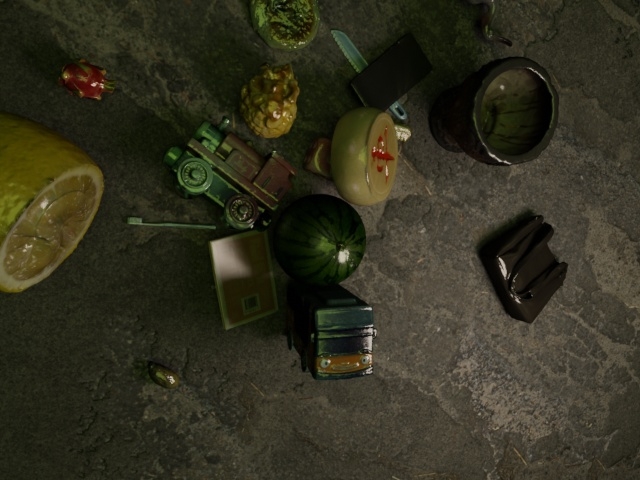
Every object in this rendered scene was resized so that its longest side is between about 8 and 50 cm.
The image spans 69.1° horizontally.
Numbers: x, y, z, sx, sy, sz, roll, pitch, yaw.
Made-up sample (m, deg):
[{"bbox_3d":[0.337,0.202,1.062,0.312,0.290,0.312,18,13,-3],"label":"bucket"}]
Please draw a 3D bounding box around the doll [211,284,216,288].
[{"bbox_3d":[-0.238,0.124,1.247,0.114,0.039,0.057,8,126,-27],"label":"doll"}]

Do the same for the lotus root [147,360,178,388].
[{"bbox_3d":[-0.418,0.355,1.225,0.099,0.054,0.049,45,65,-20],"label":"lotus root"}]

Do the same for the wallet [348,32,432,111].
[{"bbox_3d":[0.193,-0.448,1.268,0.244,0.025,0.124,-44,106,-14],"label":"wallet"}]

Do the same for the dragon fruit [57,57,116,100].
[{"bbox_3d":[-0.526,-0.360,1.053,0.116,0.081,0.086,22,82,-18],"label":"dragon fruit"}]

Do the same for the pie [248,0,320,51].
[{"bbox_3d":[-0.088,-0.571,1.167,0.186,0.041,0.187,-3,101,-15],"label":"pie"}]

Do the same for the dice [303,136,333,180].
[{"bbox_3d":[0.013,-0.215,1.233,0.094,0.091,0.093,24,92,-20],"label":"dice"}]

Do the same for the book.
[{"bbox_3d":[-0.201,0.099,1.237,0.170,0.018,0.242,-15,104,-35],"label":"book"}]

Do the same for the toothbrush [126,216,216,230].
[{"bbox_3d":[-0.377,-0.042,1.187,0.219,0.016,0.019,4,90,-16],"label":"toothbrush"}]

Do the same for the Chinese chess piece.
[{"bbox_3d":[0.119,-0.214,1.195,0.250,0.097,0.251,-20,113,-59],"label":"Chinese chess piece"}]

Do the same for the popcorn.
[{"bbox_3d":[-0.120,-0.342,1.136,0.180,0.180,0.170,-44,144,-5],"label":"popcorn"}]

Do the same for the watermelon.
[{"bbox_3d":[-0.002,-0.001,1.187,0.242,0.242,0.243,-3,101,-16],"label":"watermelon"}]

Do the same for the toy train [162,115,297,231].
[{"bbox_3d":[-0.224,-0.163,1.154,0.304,0.150,0.222,37,78,-18],"label":"toy train"}]

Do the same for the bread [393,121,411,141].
[{"bbox_3d":[0.213,-0.307,1.308,0.087,0.034,0.049,7,112,-14],"label":"bread"}]

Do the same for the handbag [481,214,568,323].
[{"bbox_3d":[0.666,0.088,1.480,0.257,0.113,0.286,-37,108,-15],"label":"handbag"}]

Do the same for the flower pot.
[{"bbox_3d":[0.444,-0.335,1.251,0.266,0.267,0.267,-3,102,-15],"label":"flower pot"}]

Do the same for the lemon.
[{"bbox_3d":[-0.660,-0.096,0.936,0.363,0.364,0.365,-3,101,-16],"label":"lemon"}]

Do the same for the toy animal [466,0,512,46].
[{"bbox_3d":[0.442,-0.698,1.277,0.195,0.090,0.325,-12,101,-14],"label":"toy animal"}]

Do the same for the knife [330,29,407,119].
[{"bbox_3d":[0.134,-0.449,1.271,0.044,0.019,0.313,-44,106,-4],"label":"knife"}]

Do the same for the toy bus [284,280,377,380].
[{"bbox_3d":[0.012,0.215,1.190,0.161,0.323,0.195,0,97,-16],"label":"toy bus"}]
